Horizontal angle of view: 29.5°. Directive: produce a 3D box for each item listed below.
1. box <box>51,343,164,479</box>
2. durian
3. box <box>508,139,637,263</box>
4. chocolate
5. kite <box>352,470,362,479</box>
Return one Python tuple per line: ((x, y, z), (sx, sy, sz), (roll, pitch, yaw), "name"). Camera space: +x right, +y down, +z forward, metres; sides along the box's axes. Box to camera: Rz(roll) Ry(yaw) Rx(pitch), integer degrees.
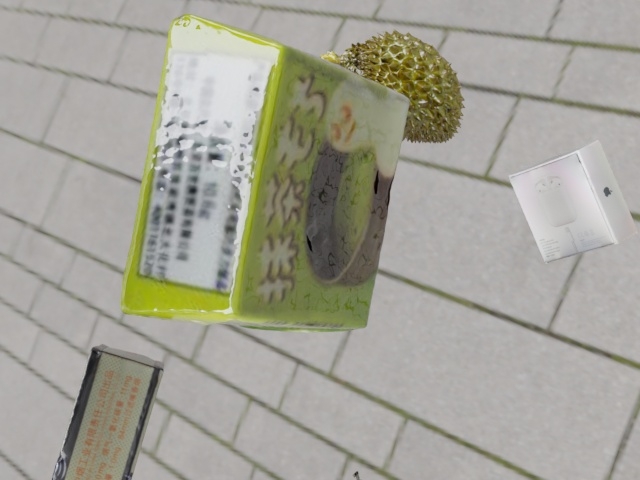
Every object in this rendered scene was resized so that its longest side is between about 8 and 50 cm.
((-0.253, 0.273, 1.345), (0.198, 0.084, 0.310), (153, 133, -82), "box")
((0.087, -0.201, 1.573), (0.208, 0.102, 0.146), (29, 132, 15), "durian")
((0.326, -0.048, 1.583), (0.130, 0.051, 0.129), (-20, 93, 53), "box")
((-0.043, -0.052, 1.250), (0.137, 0.288, 0.301), (9, 90, 34), "chocolate")
((0.112, 0.384, 1.655), (0.009, 0.232, 0.189), (-46, 20, -12), "kite")
